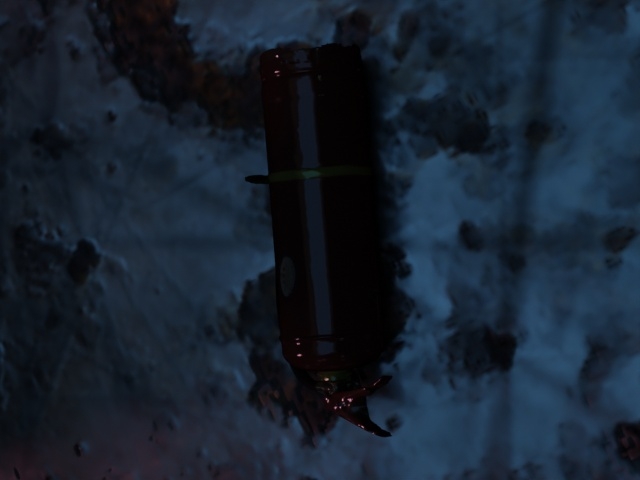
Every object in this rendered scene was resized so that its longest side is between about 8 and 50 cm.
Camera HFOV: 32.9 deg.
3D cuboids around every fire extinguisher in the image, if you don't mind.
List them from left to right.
[{"bbox_3d":[0.000,0.000,0.375,0.056,0.039,0.132,-5,89,50],"label":"fire extinguisher"}]
